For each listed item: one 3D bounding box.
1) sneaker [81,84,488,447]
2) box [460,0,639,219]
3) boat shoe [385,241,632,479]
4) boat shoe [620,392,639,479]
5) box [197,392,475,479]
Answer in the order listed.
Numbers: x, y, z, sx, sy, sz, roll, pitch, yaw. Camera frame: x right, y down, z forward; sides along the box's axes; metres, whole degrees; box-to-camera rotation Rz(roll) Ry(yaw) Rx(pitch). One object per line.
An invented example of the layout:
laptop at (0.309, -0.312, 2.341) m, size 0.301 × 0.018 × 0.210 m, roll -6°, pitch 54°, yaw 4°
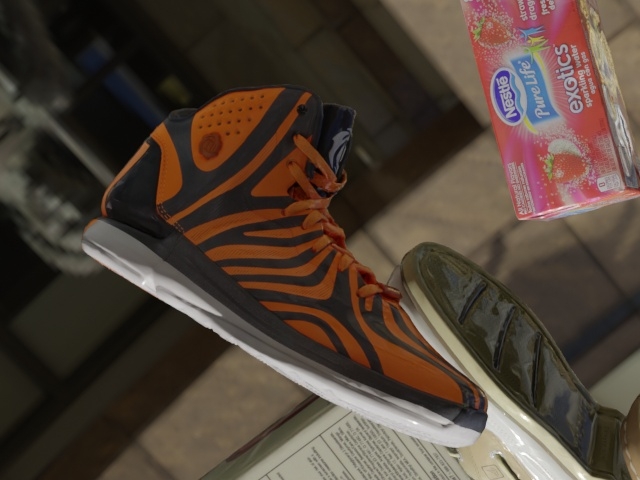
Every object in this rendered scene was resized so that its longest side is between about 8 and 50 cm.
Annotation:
sneaker at (0.000, 0.000, 1.281) m, size 0.321 × 0.124 × 0.180 m, roll 30°, pitch -95°, yaw 20°
box at (0.245, -0.156, 2.005) m, size 0.122 × 0.257 × 0.128 m, roll -16°, pitch 175°, yaw 19°
boat shoe at (0.142, 0.134, 1.416) m, size 0.103 × 0.302 × 0.113 m, roll -35°, pitch -166°, yaw 34°
boat shoe at (0.258, 0.196, 1.007) m, size 0.110 × 0.341 × 0.122 m, roll -29°, pitch -154°, yaw 38°
box at (0.010, 0.220, 1.654) m, size 0.232 × 0.149 × 0.127 m, roll -37°, pitch -174°, yaw 6°
